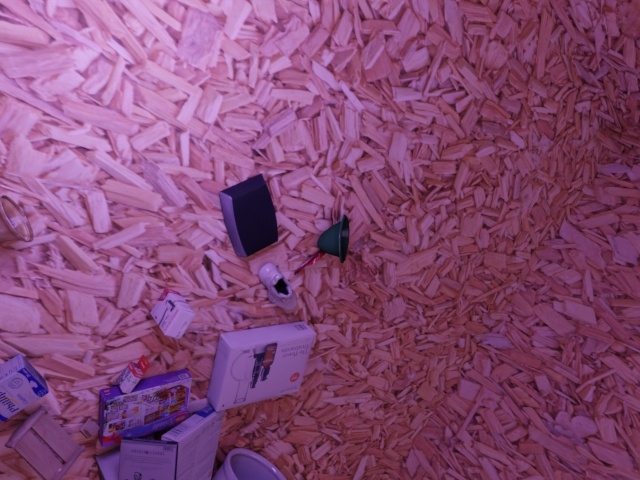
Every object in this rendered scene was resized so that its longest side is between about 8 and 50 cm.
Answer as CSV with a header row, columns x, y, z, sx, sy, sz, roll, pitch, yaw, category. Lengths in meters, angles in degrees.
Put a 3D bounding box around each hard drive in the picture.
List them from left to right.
x,y,z,sx,sy,sz,roll,pitch,yaw,category
-0.221,-0.072,1.710,0.172,0.054,0.254,-28,130,-24,hard drive

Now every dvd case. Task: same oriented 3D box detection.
x,y,z,sx,sy,sz,roll,pitch,yaw,category
-0.549,0.748,1.684,0.179,0.029,0.238,6,96,-1,dvd case

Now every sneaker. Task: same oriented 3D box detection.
x,y,z,sx,sy,sz,roll,pitch,yaw,category
-0.137,0.187,1.889,0.090,0.115,0.232,-42,134,-12,sneaker

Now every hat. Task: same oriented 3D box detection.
x,y,z,sx,sy,sz,roll,pitch,yaw,category
0.000,0.000,1.958,0.173,0.184,0.208,80,19,-44,hat

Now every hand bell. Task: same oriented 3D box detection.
x,y,z,sx,sy,sz,roll,pitch,yaw,category
-0.827,0.001,1.245,0.242,0.126,0.126,-27,131,-8,hand bell

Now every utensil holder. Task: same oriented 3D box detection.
x,y,z,sx,sy,sz,roll,pitch,yaw,category
-0.344,1.095,2.114,0.328,0.328,0.385,33,94,-45,utensil holder

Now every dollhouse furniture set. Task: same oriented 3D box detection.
x,y,z,sx,sy,sz,roll,pitch,yaw,category
-0.894,0.589,1.552,0.355,0.174,0.303,-56,131,-47,dollhouse furniture set

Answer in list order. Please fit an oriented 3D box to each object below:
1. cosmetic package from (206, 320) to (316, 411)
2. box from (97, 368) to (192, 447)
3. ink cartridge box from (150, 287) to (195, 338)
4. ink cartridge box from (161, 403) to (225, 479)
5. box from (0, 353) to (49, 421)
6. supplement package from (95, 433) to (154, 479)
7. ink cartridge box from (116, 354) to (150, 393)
x,y,z,sx,sy,sz,roll,pitch,yaw,category
-0.220,0.469,2.006,0.377,0.097,0.284,-2,119,-39,cosmetic package
-0.588,0.559,1.781,0.293,0.057,0.200,-5,117,-37,box
-0.457,0.225,1.635,0.056,0.135,0.099,29,94,-44,ink cartridge box
-0.467,0.780,1.866,0.324,0.072,0.330,-9,114,-71,ink cartridge box
-0.853,0.407,1.463,0.137,0.072,0.126,-33,131,-19,box
-0.645,0.823,1.825,0.194,0.149,0.203,-14,122,-33,supplement package
-0.597,0.422,1.689,0.115,0.063,0.029,-54,138,-1,ink cartridge box
